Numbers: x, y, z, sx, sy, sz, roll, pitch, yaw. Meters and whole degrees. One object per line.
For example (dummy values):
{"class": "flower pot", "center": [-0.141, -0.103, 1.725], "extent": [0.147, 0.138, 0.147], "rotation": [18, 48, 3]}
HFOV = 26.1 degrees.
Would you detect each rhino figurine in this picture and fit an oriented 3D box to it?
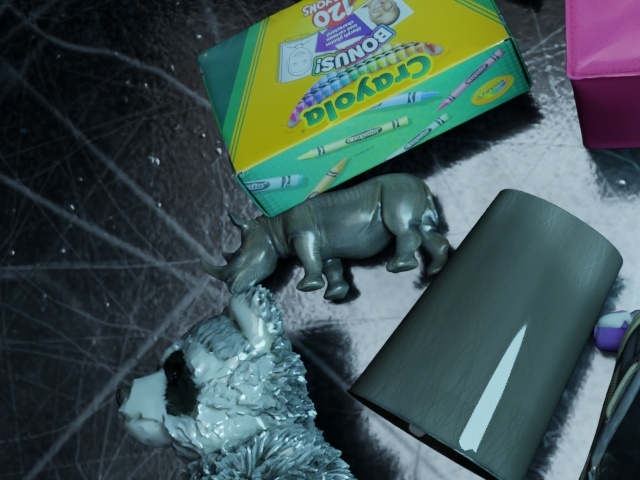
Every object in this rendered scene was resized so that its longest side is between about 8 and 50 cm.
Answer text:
{"class": "rhino figurine", "center": [0.000, 0.000, 1.309], "extent": [0.243, 0.073, 0.106], "rotation": [-11, 69, 15]}

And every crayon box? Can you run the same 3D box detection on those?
{"class": "crayon box", "center": [0.037, -0.158, 1.293], "extent": [0.278, 0.081, 0.165], "rotation": [-26, 52, 8]}

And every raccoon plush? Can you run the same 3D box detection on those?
{"class": "raccoon plush", "center": [0.022, 0.238, 1.238], "extent": [0.446, 0.216, 0.299], "rotation": [25, 60, -21]}

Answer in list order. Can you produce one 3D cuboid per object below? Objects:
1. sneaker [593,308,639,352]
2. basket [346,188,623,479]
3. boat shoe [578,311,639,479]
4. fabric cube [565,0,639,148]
{"class": "sneaker", "center": [0.350, 0.122, 1.195], "extent": [0.236, 0.095, 0.104], "rotation": [13, 92, 15]}
{"class": "basket", "center": [0.156, 0.082, 1.213], "extent": [0.154, 0.204, 0.227], "rotation": [36, 82, -27]}
{"class": "boat shoe", "center": [0.260, 0.221, 1.137], "extent": [0.132, 0.130, 0.355], "rotation": [11, 105, 22]}
{"class": "fabric cube", "center": [0.337, -0.231, 1.167], "extent": [0.254, 0.258, 0.259], "rotation": [-2, 80, 15]}
